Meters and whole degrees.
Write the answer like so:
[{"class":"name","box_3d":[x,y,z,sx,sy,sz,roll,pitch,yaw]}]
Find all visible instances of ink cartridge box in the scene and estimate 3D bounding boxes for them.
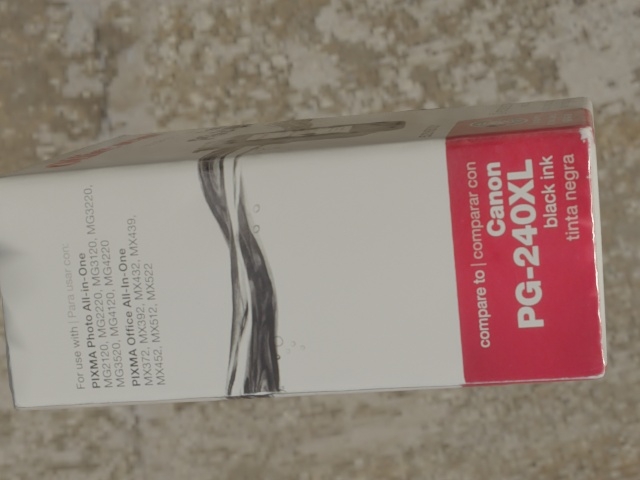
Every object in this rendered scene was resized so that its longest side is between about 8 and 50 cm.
[{"class":"ink cartridge box","box_3d":[0.000,0.000,0.390,0.150,0.063,0.109,-4,-171,11]}]
